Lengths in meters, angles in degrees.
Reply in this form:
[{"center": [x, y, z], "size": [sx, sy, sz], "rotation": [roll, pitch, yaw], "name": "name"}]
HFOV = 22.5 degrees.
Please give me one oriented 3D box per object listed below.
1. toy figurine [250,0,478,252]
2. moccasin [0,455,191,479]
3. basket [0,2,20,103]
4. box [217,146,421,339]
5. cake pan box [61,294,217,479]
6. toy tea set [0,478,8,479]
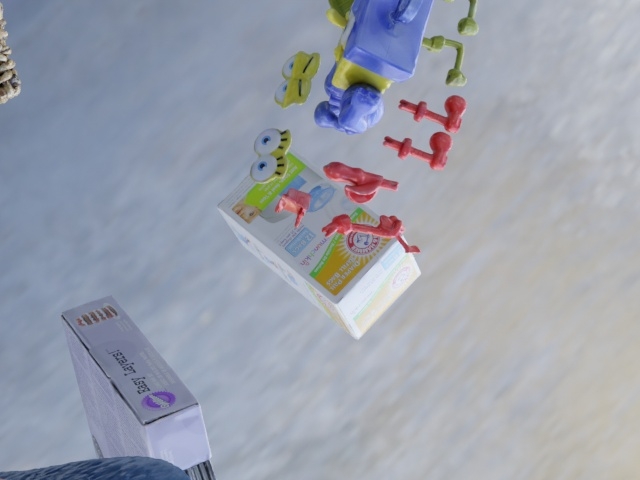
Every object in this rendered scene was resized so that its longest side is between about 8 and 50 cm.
[{"center": [0.082, -0.194, 1.552], "size": [0.217, 0.191, 0.362], "rotation": [124, -13, -60], "name": "toy figurine"}, {"center": [-0.170, 0.223, 1.123], "size": [0.138, 0.116, 0.342], "rotation": [-28, -169, -33], "name": "moccasin"}, {"center": [-0.506, -0.241, 1.926], "size": [0.213, 0.223, 0.299], "rotation": [-19, -177, -39], "name": "basket"}, {"center": [0.000, 0.000, 1.835], "size": [0.114, 0.203, 0.103], "rotation": [-45, 150, -9], "name": "box"}, {"center": [-0.178, 0.219, 1.668], "size": [0.070, 0.267, 0.245], "rotation": [-22, 120, -18], "name": "cake pan box"}, {"center": [-0.300, 0.188, 0.878], "size": [0.200, 0.336, 0.124], "rotation": [-20, 121, -67], "name": "toy tea set"}]
